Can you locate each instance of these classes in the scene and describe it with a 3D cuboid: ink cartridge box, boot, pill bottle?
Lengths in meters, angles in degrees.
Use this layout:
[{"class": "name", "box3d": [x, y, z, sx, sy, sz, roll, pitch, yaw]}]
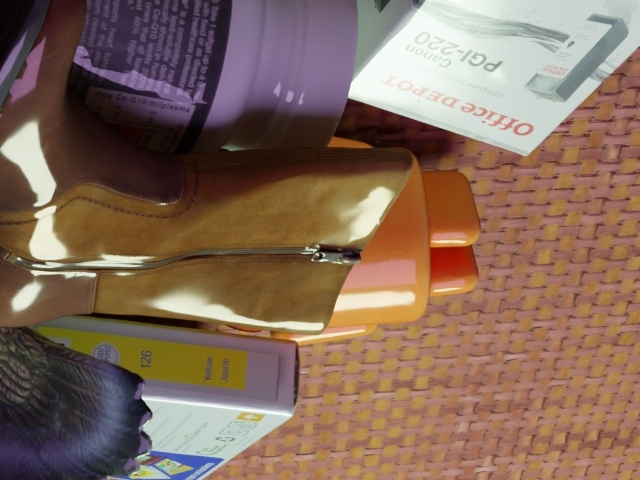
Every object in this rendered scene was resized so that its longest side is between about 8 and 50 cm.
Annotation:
[{"class": "ink cartridge box", "box3d": [-0.205, 0.118, 1.424, 0.307, 0.072, 0.303, 10, 162, -15]}, {"class": "boot", "box3d": [-0.075, -0.038, 1.042, 0.280, 0.096, 0.264, 4, 130, -24]}, {"class": "ink cartridge box", "box3d": [0.124, -0.165, 1.181, 0.159, 0.092, 0.218, 16, 138, -29]}, {"class": "pill bottle", "box3d": [-0.130, -0.126, 1.119, 0.278, 0.162, 0.162, 10, 139, -23]}]

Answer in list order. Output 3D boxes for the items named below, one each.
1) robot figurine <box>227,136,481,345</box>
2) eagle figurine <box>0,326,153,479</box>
[{"class": "robot figurine", "box3d": [0.000, -0.002, 1.342, 0.219, 0.128, 0.158, -4, 166, -3]}, {"class": "eagle figurine", "box3d": [-0.238, 0.014, 1.207, 0.298, 0.225, 0.226, 29, 105, -33]}]
